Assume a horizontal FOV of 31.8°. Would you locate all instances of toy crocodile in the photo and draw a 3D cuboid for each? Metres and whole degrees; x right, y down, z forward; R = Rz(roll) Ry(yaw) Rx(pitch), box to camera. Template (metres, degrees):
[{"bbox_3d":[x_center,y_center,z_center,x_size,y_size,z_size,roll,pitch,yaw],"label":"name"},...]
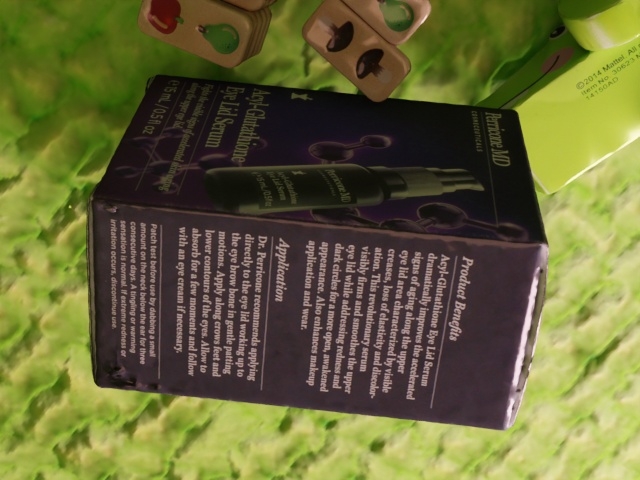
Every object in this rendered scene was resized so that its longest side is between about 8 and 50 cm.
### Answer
[{"bbox_3d":[0.228,-0.148,0.606,0.340,0.105,0.115,-40,114,19],"label":"toy crocodile"}]

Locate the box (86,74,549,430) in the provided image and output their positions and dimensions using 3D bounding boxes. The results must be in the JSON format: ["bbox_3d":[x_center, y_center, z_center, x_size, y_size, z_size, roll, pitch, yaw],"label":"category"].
[{"bbox_3d":[0.000,0.000,0.570,0.207,0.153,0.108,5,120,0],"label":"box"}]

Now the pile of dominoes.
[{"bbox_3d":[-0.014,-0.206,0.540,0.196,0.040,0.251,23,113,6],"label":"pile of dominoes"}]
